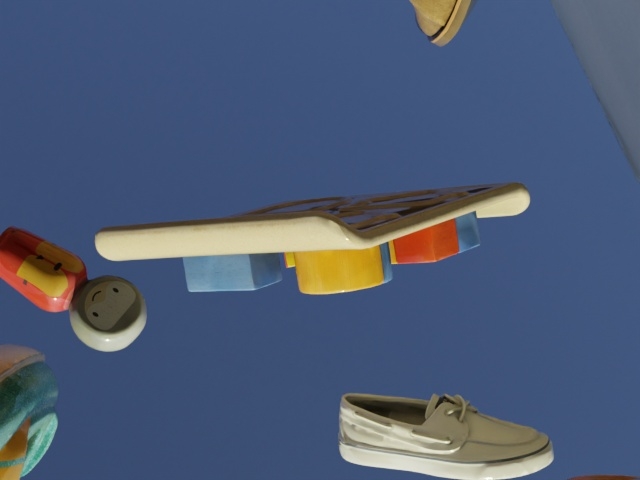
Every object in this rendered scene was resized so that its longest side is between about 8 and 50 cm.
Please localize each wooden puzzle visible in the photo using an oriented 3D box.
[{"bbox_3d":[0.000,0.000,1.176,0.348,0.322,0.080,-10,-84,-51],"label":"wooden puzzle"}]

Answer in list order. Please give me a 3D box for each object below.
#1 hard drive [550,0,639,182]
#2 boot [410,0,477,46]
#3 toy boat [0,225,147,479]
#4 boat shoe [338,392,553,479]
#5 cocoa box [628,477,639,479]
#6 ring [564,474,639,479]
[{"bbox_3d":[0.145,-0.229,0.451,0.047,0.233,0.353,-15,-103,-40],"label":"hard drive"},{"bbox_3d":[0.098,-0.253,0.993,0.115,0.305,0.112,22,-94,2],"label":"boot"},{"bbox_3d":[-0.286,0.147,1.048,0.148,0.318,0.267,32,-164,2],"label":"toy boat"},{"bbox_3d":[0.142,0.223,1.349,0.258,0.084,0.095,0,-163,15],"label":"boat shoe"},{"bbox_3d":[0.234,0.224,0.496,0.347,0.231,0.228,31,-133,-55],"label":"cocoa box"},{"bbox_3d":[0.365,0.279,0.990,0.336,0.336,0.032,26,-112,-10],"label":"ring"}]
